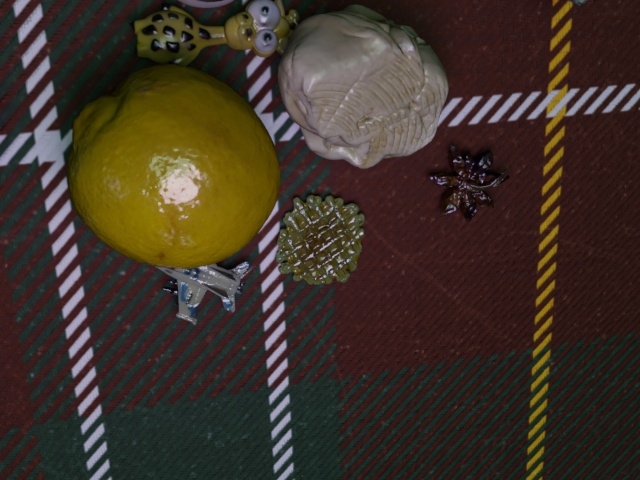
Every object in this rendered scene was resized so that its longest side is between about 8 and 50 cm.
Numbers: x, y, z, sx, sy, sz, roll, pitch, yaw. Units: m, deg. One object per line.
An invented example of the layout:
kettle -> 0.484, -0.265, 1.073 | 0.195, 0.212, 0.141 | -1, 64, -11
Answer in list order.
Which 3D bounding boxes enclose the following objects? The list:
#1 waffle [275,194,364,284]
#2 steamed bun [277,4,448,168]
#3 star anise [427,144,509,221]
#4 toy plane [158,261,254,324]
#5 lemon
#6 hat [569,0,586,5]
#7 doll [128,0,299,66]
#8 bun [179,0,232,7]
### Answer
waffle -> 0.000, 0.000, 1.528 | 0.169, 0.036, 0.184 | 7, 106, -14
steamed bun -> 0.055, -0.276, 1.357 | 0.289, 0.203, 0.276 | -12, 138, -21
star anise -> 0.285, -0.113, 1.552 | 0.167, 0.057, 0.168 | -1, 111, -4
toy plane -> -0.260, 0.044, 1.458 | 0.261, 0.088, 0.192 | 23, 96, -10
lemon -> -0.231, -0.113, 1.278 | 0.347, 0.348, 0.348 | -4, 109, -13
hat -> 0.403, -0.573, 1.392 | 0.301, 0.168, 0.258 | 41, 71, 1
doll -> -0.173, -0.349, 1.339 | 0.290, 0.086, 0.117 | -7, 93, -11
bun -> -0.190, -0.461, 1.277 | 0.172, 0.120, 0.173 | -3, 100, -17
